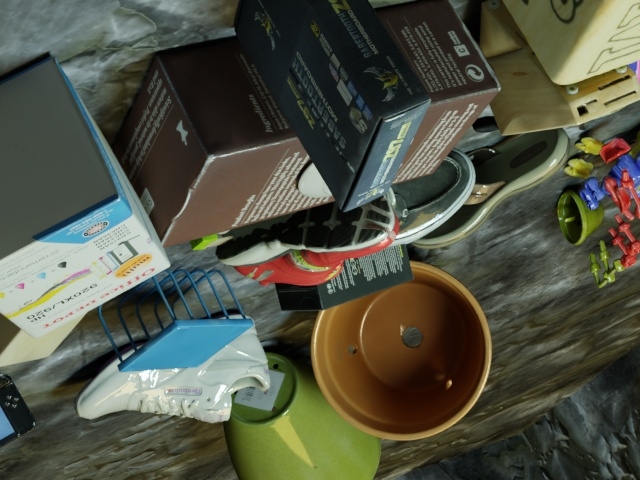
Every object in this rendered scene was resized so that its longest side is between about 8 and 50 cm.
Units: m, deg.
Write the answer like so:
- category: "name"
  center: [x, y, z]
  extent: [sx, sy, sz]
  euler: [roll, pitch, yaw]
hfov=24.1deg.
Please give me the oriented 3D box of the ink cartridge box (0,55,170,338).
- category: "ink cartridge box"
  center: [-0.276, -0.034, 1.483]
  extent: [0.171, 0.168, 0.232]
  euler: [-28, 162, -2]

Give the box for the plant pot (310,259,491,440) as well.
- category: "plant pot"
  center: [0.144, 0.169, 2.483]
  extent: [0.291, 0.291, 0.203]
  euler: [-31, 177, 10]

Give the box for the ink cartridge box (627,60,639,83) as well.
- category: "ink cartridge box"
  center: [0.455, -0.307, 1.843]
  extent: [0.371, 0.069, 0.176]
  euler: [-20, 131, -16]

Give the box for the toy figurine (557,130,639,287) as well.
- category: "toy figurine"
  center: [0.539, -0.087, 2.471]
  extent: [0.217, 0.191, 0.362]
  euler: [-29, 163, -12]

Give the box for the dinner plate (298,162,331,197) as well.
- category: "dinner plate"
  center: [0.042, -0.081, 1.619]
  extent: [0.141, 0.017, 0.141]
  euler: [-26, 162, -9]

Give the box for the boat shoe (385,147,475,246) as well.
- category: "boat shoe"
  center: [0.057, -0.047, 1.985]
  extent: [0.335, 0.121, 0.119]
  euler: [-22, 165, -11]

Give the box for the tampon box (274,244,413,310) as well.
- category: "tampon box"
  center: [0.027, 0.030, 2.120]
  extent: [0.161, 0.101, 0.120]
  euler: [-17, -175, -32]

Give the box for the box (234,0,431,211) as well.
- category: "box"
  center: [0.005, -0.168, 1.423]
  extent: [0.059, 0.232, 0.183]
  euler: [-24, 162, -20]

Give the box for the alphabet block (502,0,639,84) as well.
- category: "alphabet block"
  center: [0.308, -0.307, 1.550]
  extent: [0.193, 0.192, 0.197]
  euler: [-18, 158, -22]

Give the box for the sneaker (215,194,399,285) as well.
- category: "sneaker"
  center: [0.000, 0.000, 1.839]
  extent: [0.279, 0.107, 0.118]
  euler: [-9, 141, 44]

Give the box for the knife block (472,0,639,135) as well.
- category: "knife block"
  center: [0.254, -0.166, 1.751]
  extent: [0.088, 0.275, 0.242]
  euler: [-24, 142, -14]

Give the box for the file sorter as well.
- category: "file sorter"
  center: [-0.201, 0.104, 2.054]
  extent: [0.118, 0.104, 0.170]
  euler: [-37, 159, 27]

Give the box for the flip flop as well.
- category: "flip flop"
  center: [0.231, -0.089, 2.170]
  extent: [0.277, 0.112, 0.080]
  euler: [-32, 135, 19]

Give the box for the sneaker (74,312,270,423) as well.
- category: "sneaker"
  center: [-0.217, 0.218, 2.260]
  extent: [0.305, 0.152, 0.114]
  euler: [-21, 162, -16]

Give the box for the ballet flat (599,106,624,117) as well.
- category: "ballet flat"
  center: [0.401, -0.238, 1.988]
  extent: [0.348, 0.123, 0.123]
  euler: [-27, 161, -7]

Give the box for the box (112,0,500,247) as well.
- category: "box"
  center: [-0.016, -0.131, 1.644]
  extent: [0.381, 0.143, 0.191]
  euler: [-18, 159, -32]

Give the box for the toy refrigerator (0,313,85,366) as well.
- category: "toy refrigerator"
  center: [-0.307, 0.033, 1.725]
  extent: [0.094, 0.102, 0.269]
  euler: [-9, 153, -44]

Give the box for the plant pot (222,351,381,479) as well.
- category: "plant pot"
  center: [-0.062, 0.320, 2.632]
  extent: [0.275, 0.275, 0.293]
  euler: [-28, 146, 2]

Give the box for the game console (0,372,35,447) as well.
- category: "game console"
  center: [-0.487, 0.248, 2.076]
  extent: [0.144, 0.124, 0.085]
  euler: [-28, -172, 2]

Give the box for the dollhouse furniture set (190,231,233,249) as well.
- category: "dollhouse furniture set"
  center: [-0.127, -0.037, 1.835]
  extent: [0.058, 0.076, 0.152]
  euler: [-9, 164, -39]
